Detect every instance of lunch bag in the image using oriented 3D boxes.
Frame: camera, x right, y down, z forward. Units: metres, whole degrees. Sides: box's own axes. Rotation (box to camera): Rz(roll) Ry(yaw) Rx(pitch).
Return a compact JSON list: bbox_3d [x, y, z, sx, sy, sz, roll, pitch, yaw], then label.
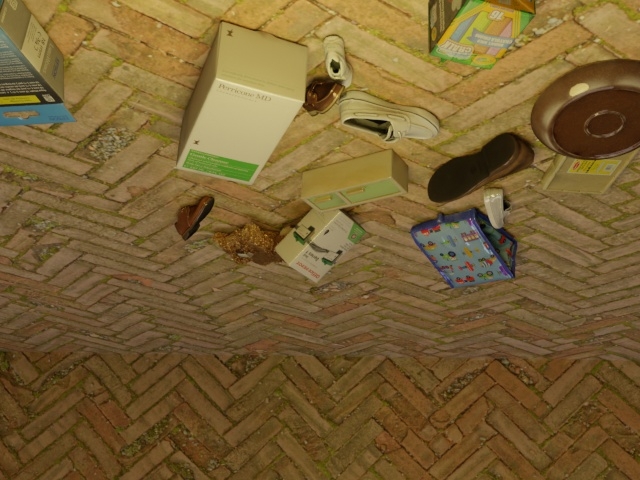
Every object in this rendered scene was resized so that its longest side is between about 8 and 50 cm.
[{"bbox_3d":[0.428,0.010,2.298,0.221,0.138,0.293,-14,141,38],"label":"lunch bag"}]

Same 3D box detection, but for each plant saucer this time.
[{"bbox_3d":[0.628,-0.271,1.680,0.311,0.050,0.310,3,146,2],"label":"plant saucer"}]

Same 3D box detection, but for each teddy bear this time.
[{"bbox_3d":[-0.183,0.008,2.394,0.338,0.113,0.245,-11,146,44],"label":"teddy bear"}]

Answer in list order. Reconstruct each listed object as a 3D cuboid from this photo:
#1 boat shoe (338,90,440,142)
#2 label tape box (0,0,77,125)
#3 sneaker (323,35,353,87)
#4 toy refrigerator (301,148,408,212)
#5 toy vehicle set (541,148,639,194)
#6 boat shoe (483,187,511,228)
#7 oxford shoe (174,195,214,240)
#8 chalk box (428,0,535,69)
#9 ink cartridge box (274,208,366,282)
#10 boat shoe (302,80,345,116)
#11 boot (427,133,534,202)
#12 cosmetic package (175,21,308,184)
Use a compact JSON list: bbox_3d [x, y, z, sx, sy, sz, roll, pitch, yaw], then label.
[{"bbox_3d":[0.158,-0.266,1.753,0.258,0.084,0.095,11,154,-17],"label":"boat shoe"},{"bbox_3d":[-0.684,-0.376,1.589,0.241,0.105,0.333,-1,156,10],"label":"label tape box"},{"bbox_3d":[0.034,-0.361,1.593,0.054,0.061,0.152,-5,156,13],"label":"sneaker"},{"bbox_3d":[0.089,-0.150,2.005,0.270,0.094,0.102,-11,152,29],"label":"toy refrigerator"},{"bbox_3d":[0.678,-0.197,1.900,0.166,0.035,0.267,4,155,-2],"label":"toy vehicle set"},{"bbox_3d":[0.504,-0.093,2.127,0.063,0.066,0.184,-6,144,22],"label":"boat shoe"},{"bbox_3d":[-0.384,-0.077,2.258,0.076,0.076,0.212,47,135,0],"label":"oxford shoe"},{"bbox_3d":[0.279,-0.407,1.380,0.132,0.132,0.213,10,156,-13],"label":"chalk box"},{"bbox_3d":[0.000,0.000,2.211,0.219,0.092,0.160,-47,140,7],"label":"ink cartridge box"},{"bbox_3d":[-0.004,-0.315,1.652,0.060,0.064,0.178,36,167,-18],"label":"boat shoe"},{"bbox_3d":[0.406,-0.166,1.931,0.115,0.112,0.305,10,155,-40],"label":"boot"},{"bbox_3d":[-0.180,-0.286,1.658,0.197,0.155,0.365,11,153,-17],"label":"cosmetic package"}]
